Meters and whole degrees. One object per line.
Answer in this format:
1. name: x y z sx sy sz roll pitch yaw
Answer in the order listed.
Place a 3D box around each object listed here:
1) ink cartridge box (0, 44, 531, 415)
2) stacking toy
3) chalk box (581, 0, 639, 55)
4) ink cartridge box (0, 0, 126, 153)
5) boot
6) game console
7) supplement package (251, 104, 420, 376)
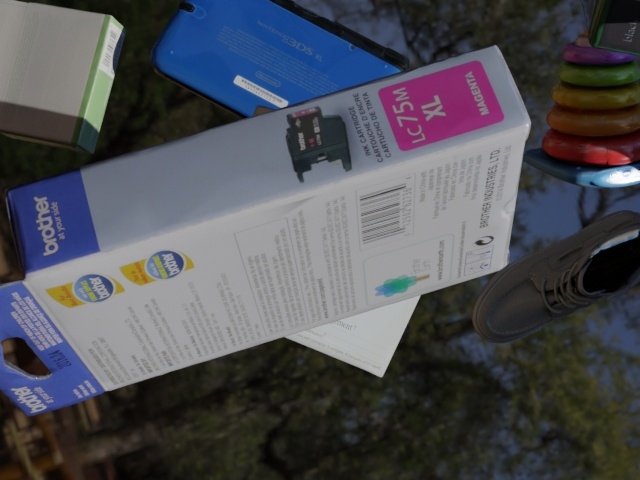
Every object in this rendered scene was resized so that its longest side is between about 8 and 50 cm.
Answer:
1. ink cartridge box: -0.044 0.003 0.664 0.186 0.311 0.065 80 -10 -65
2. stacking toy: 0.398 -0.237 1.708 0.166 0.175 0.302 -145 -131 -61
3. chalk box: 0.301 -0.232 0.882 0.289 0.179 0.180 -77 179 -60
4. ink cartridge box: -0.379 -0.215 1.503 0.056 0.235 0.171 36 66 -74
5. boot: 0.304 0.048 1.479 0.095 0.258 0.123 54 6 -4
6. game console: -0.044 -0.233 1.569 0.293 0.250 0.173 28 -19 1
7. supplement package: 0.000 0.000 1.223 0.149 0.194 0.203 24 -90 56
